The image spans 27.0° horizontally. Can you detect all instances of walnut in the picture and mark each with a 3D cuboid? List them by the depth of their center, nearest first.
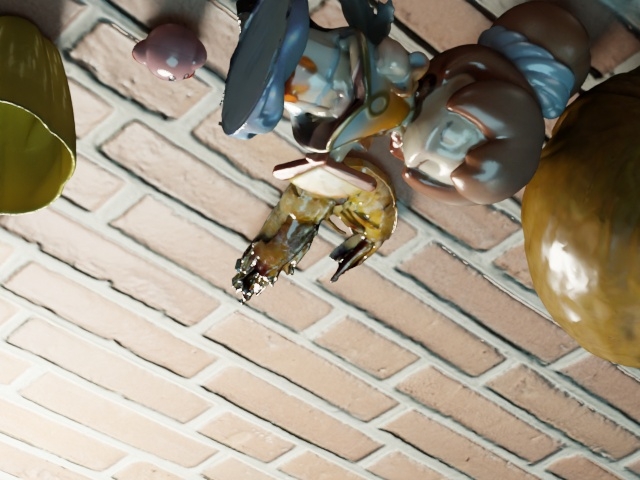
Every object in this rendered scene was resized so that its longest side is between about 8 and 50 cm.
[{"bbox_3d":[0.405,-0.036,1.600,0.308,0.354,0.398,29,152,27],"label":"walnut"}]

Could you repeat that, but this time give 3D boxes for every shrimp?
[{"bbox_3d":[-0.001,-0.006,1.809,0.178,0.075,0.289,20,122,-28],"label":"shrimp"}]

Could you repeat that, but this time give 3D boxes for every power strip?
[{"bbox_3d":[-0.075,-0.235,1.556,0.038,0.029,0.111,-9,141,-2],"label":"power strip"}]

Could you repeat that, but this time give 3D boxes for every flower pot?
[{"bbox_3d":[-0.371,-0.154,1.516,0.195,0.179,0.195,-2,141,-2],"label":"flower pot"}]

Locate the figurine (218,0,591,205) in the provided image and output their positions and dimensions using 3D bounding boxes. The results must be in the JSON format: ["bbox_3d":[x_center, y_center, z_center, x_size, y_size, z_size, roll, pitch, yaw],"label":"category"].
[{"bbox_3d":[0.095,-0.160,1.504,0.388,0.248,0.276,18,138,-18],"label":"figurine"}]

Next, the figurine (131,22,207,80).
[{"bbox_3d":[-0.175,-0.218,1.540,0.083,0.071,0.067,1,98,-17],"label":"figurine"}]
